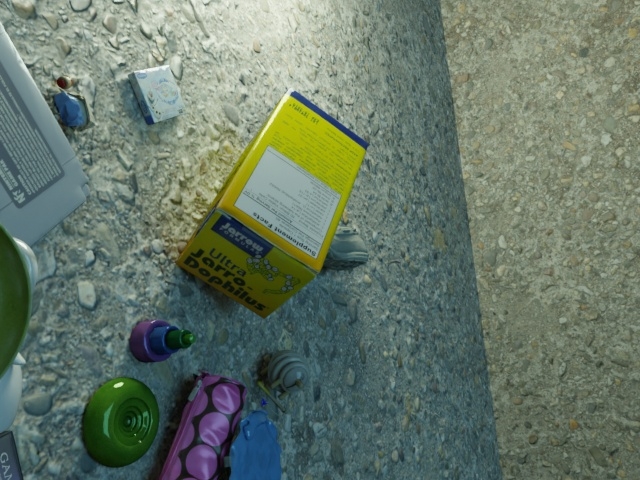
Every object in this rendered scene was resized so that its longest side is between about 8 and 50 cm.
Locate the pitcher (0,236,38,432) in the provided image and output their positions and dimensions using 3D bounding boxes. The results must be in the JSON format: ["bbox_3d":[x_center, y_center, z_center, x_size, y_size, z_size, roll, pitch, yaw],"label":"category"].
[{"bbox_3d":[-0.375,0.107,0.621,0.125,0.177,0.207,-28,105,-86],"label":"pitcher"}]

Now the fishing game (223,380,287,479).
[{"bbox_3d":[-0.115,0.380,0.977,0.189,0.041,0.264,58,33,-50],"label":"fishing game"}]

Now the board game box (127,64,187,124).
[{"bbox_3d":[-0.284,-0.256,1.019,0.090,0.020,0.090,-39,115,-55],"label":"board game box"}]

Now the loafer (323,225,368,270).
[{"bbox_3d":[0.000,0.000,1.328,0.319,0.112,0.111,14,57,-58],"label":"loafer"}]

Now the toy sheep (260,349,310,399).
[{"bbox_3d":[-0.063,0.258,1.131,0.091,0.132,0.091,-9,110,-25],"label":"toy sheep"}]

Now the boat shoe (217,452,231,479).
[{"bbox_3d":[-0.153,0.395,1.006,0.153,0.048,0.056,40,49,-47],"label":"boat shoe"}]

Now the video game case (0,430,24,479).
[{"bbox_3d":[-0.401,0.339,0.583,0.274,0.026,0.196,-17,96,-75],"label":"video game case"}]

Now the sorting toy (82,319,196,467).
[{"bbox_3d":[-0.251,0.278,0.813,0.127,0.126,0.365,45,46,-42],"label":"sorting toy"}]

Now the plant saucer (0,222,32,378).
[{"bbox_3d":[-0.388,0.060,0.510,0.241,0.037,0.241,-9,104,-40],"label":"plant saucer"}]

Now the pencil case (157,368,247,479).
[{"bbox_3d":[-0.194,0.317,0.925,0.098,0.095,0.209,58,38,-47],"label":"pencil case"}]

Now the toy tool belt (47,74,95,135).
[{"bbox_3d":[-0.366,-0.195,0.841,0.083,0.052,0.051,68,25,-17],"label":"toy tool belt"}]

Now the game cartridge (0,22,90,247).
[{"bbox_3d":[-0.413,-0.137,0.703,0.198,0.062,0.297,-60,136,-51],"label":"game cartridge"}]

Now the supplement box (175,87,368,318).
[{"bbox_3d":[-0.078,-0.074,1.071,0.194,0.195,0.356,34,47,-13],"label":"supplement box"}]
